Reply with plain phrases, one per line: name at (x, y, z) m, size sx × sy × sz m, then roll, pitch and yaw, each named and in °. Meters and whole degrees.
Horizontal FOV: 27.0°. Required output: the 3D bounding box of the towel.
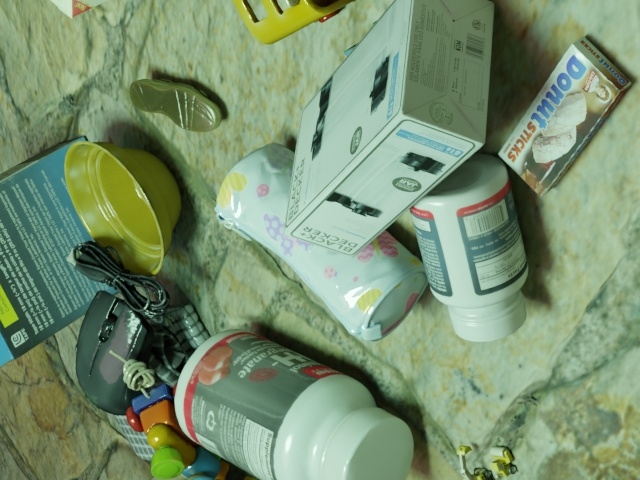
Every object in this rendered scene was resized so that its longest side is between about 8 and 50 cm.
towel at (-0.257, 0.235, 2.124) m, size 0.283 × 0.121 × 0.235 m, roll -9°, pitch 112°, yaw 55°

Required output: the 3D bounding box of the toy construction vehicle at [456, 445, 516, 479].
toy construction vehicle at (0.215, 0.300, 1.651) m, size 0.086 × 0.035 × 0.098 m, roll 3°, pitch 121°, yaw 51°

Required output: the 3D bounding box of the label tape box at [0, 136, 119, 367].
label tape box at (-0.452, 0.026, 1.993) m, size 0.106 × 0.333 × 0.241 m, roll -3°, pitch 116°, yaw 53°

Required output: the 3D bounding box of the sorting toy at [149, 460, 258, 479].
sorting toy at (-0.147, 0.411, 2.141) m, size 0.229 × 0.041 × 0.307 m, roll 28°, pitch 151°, yaw -9°

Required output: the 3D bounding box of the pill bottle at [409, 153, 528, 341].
pill bottle at (0.160, 0.010, 1.401) m, size 0.108 × 0.108 × 0.180 m, roll 14°, pitch 129°, yaw 46°

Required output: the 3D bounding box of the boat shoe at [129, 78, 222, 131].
boat shoe at (-0.181, -0.181, 1.741) m, size 0.153 × 0.048 × 0.056 m, roll 17°, pitch 119°, yaw 35°

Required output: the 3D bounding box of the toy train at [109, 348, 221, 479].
toy train at (-0.226, 0.274, 1.897) m, size 0.248 × 0.105 × 0.143 m, roll 47°, pitch -159°, yaw -41°

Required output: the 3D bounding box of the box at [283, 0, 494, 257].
box at (0.063, -0.116, 1.351) m, size 0.087 × 0.169 × 0.290 m, roll 17°, pitch 153°, yaw -18°

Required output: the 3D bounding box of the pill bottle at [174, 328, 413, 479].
pill bottle at (-0.034, 0.246, 1.793) m, size 0.318 × 0.176 × 0.176 m, roll 20°, pitch 133°, yaw 42°

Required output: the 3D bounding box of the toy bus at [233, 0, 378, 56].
toy bus at (-0.009, -0.273, 1.374) m, size 0.191 × 0.104 × 0.202 m, roll 34°, pitch 142°, yaw 29°

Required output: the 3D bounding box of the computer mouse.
computer mouse at (-0.312, 0.150, 1.950) m, size 0.188 × 0.072 × 0.272 m, roll 29°, pitch 127°, yaw 31°

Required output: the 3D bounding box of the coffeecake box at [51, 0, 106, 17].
coffeecake box at (-0.229, -0.357, 1.508) m, size 0.068 × 0.185 × 0.142 m, roll 40°, pitch 144°, yaw 23°

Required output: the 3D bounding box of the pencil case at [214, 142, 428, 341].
pencil case at (0.000, 0.000, 1.585) m, size 0.273 × 0.124 × 0.113 m, roll 39°, pitch 144°, yaw 22°

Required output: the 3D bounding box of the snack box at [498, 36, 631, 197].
snack box at (0.231, -0.115, 1.278) m, size 0.064 × 0.022 × 0.178 m, roll 48°, pitch 147°, yaw 14°

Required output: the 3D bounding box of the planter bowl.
planter bowl at (-0.262, -0.063, 1.897) m, size 0.217 × 0.090 × 0.217 m, roll 32°, pitch 141°, yaw 31°
